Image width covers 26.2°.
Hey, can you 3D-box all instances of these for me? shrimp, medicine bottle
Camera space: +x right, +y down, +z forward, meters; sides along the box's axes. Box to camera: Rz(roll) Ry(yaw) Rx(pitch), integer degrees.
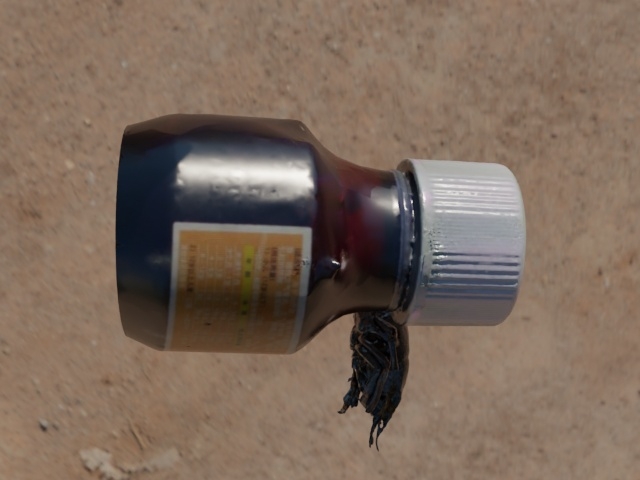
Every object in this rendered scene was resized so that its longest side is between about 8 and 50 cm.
[{"bbox_3d":[0.059,0.133,1.479,0.073,0.075,0.190,-2,72,12],"label":"shrimp"},{"bbox_3d":[0.000,0.000,1.359,0.394,0.242,0.243,4,67,-5],"label":"medicine bottle"}]
